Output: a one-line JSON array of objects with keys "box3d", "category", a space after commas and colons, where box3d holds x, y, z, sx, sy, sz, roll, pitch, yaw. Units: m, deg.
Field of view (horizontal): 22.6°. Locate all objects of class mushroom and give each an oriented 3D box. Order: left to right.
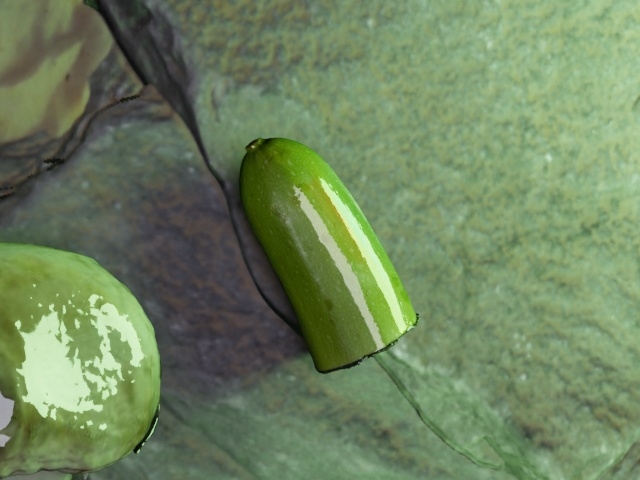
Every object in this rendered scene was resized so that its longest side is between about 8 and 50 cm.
[{"box3d": [-0.246, 0.088, 1.121, 0.267, 0.164, 0.190, 8, 84, -2], "category": "mushroom"}]

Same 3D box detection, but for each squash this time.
[{"box3d": [0.000, 0.000, 1.262, 0.095, 0.095, 0.188, -29, 100, -16], "category": "squash"}]
